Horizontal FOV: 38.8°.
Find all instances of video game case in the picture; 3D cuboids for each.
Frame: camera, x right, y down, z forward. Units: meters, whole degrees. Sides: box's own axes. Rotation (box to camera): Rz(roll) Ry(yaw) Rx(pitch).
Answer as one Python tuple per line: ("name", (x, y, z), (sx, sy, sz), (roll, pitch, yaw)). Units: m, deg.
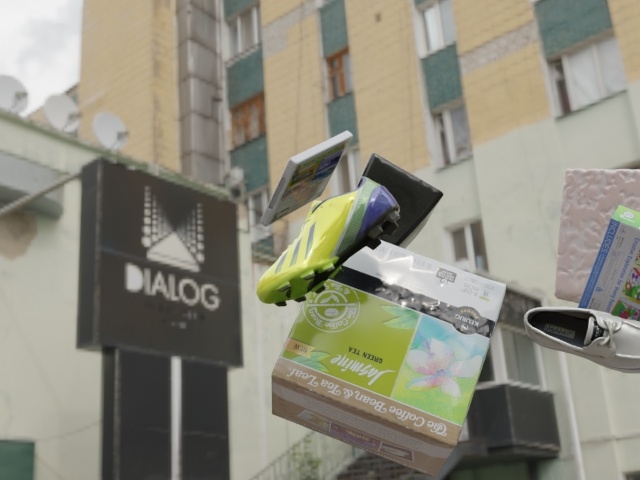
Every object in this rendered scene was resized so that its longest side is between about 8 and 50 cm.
("video game case", (-0.031, -0.137, 1.996), (0.212, 0.023, 0.193), (-31, -22, -46))

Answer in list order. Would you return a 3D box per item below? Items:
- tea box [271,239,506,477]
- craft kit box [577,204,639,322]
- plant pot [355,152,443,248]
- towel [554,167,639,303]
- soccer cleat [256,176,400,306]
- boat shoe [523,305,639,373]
("tea box", (0.119, 0.200, 1.632), (0.329, 0.323, 0.220), (19, -27, 7))
("craft kit box", (0.639, 0.083, 1.714), (0.246, 0.061, 0.250), (26, -45, 21))
("plant pot", (0.144, -0.055, 2.082), (0.187, 0.167, 0.188), (31, -21, 5))
("towel", (0.671, -0.001, 1.997), (0.053, 0.317, 0.332), (0, 6, -39))
("soccer cleat", (0.000, 0.000, 1.493), (0.289, 0.121, 0.093), (-36, -20, -18))
("boat shoe", (0.496, 0.168, 1.626), (0.267, 0.096, 0.088), (15, -11, 29))
